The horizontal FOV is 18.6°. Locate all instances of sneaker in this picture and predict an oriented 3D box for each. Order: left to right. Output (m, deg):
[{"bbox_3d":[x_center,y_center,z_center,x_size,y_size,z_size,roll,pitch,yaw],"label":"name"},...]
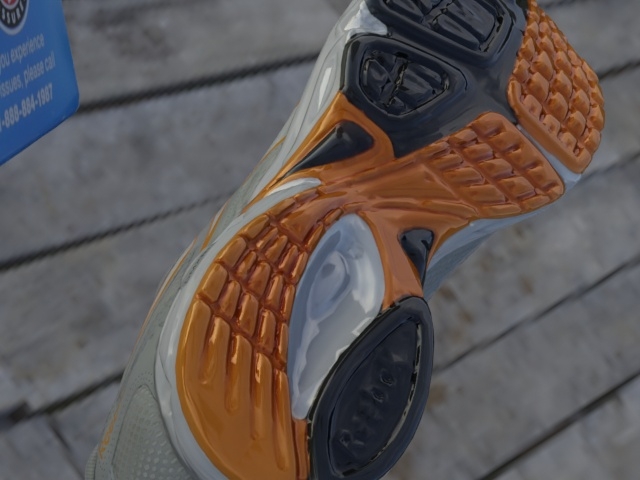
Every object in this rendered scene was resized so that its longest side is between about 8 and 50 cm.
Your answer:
[{"bbox_3d":[0.000,0.000,0.652,0.099,0.121,0.262,45,47,-7],"label":"sneaker"}]

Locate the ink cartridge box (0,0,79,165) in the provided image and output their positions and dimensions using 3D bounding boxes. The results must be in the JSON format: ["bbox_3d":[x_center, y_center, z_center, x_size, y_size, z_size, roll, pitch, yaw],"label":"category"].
[{"bbox_3d":[-0.103,-0.093,0.279,0.139,0.082,0.190,-58,139,-73],"label":"ink cartridge box"}]
